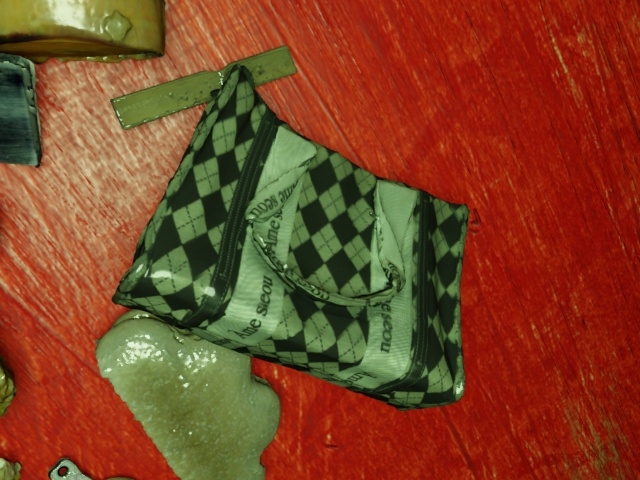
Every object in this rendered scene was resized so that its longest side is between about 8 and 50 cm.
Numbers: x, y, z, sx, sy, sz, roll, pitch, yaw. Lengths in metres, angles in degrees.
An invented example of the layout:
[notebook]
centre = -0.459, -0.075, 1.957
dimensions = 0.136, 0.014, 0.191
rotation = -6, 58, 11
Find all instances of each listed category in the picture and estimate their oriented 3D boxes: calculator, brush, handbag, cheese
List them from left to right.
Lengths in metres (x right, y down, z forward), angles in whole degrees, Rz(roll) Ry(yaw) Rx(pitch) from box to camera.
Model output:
[calculator]
centre = -0.443, -0.147, 0.564
dimensions = 0.261, 0.021, 0.161
rotation = 5, 144, -20
[cheese]
centre = -0.307, 0.372, 0.744
dimensions = 0.171, 0.047, 0.092
rotation = 31, 69, -23
[brush]
centre = -0.148, -0.204, 0.701
dimensions = 0.247, 0.036, 0.043
rotation = -26, 112, -19
[handbag]
centre = 0.000, 0.000, 0.668
dimensions = 0.416, 0.180, 0.317
rotation = 25, 62, -23

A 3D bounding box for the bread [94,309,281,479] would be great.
[bread]
centre = -0.159, 0.229, 0.745
dimensions = 0.183, 0.102, 0.337
rotation = -29, 109, -11

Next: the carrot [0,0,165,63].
[carrot]
centre = -0.268, -0.358, 0.527
dimensions = 0.224, 0.224, 0.341
rotation = -5, 106, -18

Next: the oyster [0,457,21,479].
[oyster]
centre = -0.400, 0.448, 0.691
dimensions = 0.271, 0.100, 0.275
rotation = 46, 62, -42

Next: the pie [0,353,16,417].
[pie]
centre = -0.488, 0.150, 0.566
dimensions = 0.315, 0.092, 0.315
rotation = -8, 134, -8
